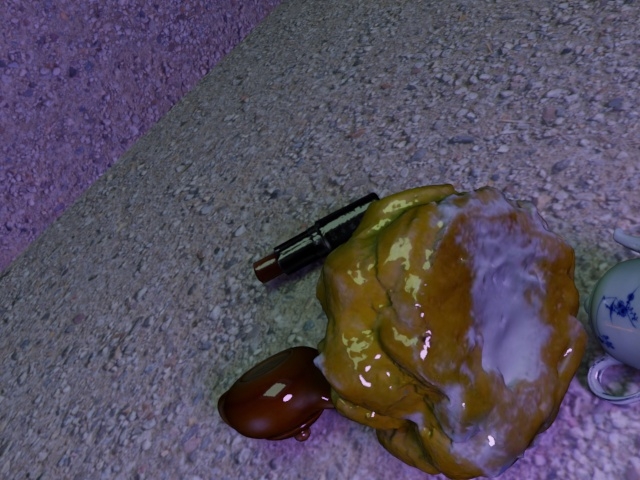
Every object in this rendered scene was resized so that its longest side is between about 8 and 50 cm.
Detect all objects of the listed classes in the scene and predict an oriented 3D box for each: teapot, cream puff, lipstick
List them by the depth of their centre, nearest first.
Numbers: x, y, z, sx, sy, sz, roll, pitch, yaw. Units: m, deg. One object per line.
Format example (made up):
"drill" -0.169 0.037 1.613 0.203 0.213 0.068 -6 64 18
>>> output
"teapot" 0.406 0.096 0.730 0.158 0.159 0.232 9 80 41
"cream puff" 0.138 0.112 0.731 0.378 0.378 0.275 -52 22 -24
"teapot" -0.071 0.259 0.900 0.252 0.135 0.178 -28 -2 35
"lipstick" 0.000 0.000 1.165 0.299 0.081 0.081 -29 37 3

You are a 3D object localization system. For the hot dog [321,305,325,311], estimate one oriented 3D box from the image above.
"hot dog" 0.132 0.060 0.942 0.272 0.122 0.196 -39 34 -12
